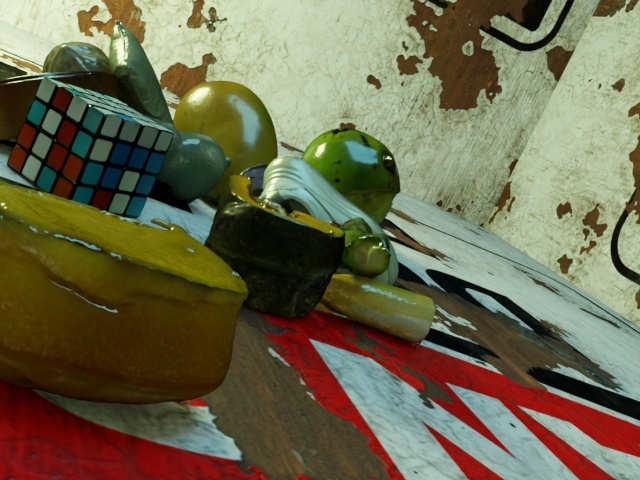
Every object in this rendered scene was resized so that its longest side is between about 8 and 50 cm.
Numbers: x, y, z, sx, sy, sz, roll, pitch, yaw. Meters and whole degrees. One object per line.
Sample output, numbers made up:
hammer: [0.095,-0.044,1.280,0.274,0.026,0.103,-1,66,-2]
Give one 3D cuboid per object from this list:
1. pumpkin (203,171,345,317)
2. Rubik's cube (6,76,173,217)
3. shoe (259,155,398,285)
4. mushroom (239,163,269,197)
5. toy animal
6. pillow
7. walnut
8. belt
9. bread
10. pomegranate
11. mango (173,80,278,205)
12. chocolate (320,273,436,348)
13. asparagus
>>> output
pumpkin: [-0.071,0.003,1.230,0.190,0.139,0.280,20,14,-8]
Rubik's cube: [-0.345,-0.138,1.256,0.155,0.151,0.154,30,10,28]
shoe: [0.000,0.000,1.469,0.316,0.124,0.159,44,39,-6]
mushroom: [-0.096,-0.061,1.575,0.188,0.141,0.117,23,-24,-25]
toy animal: [-0.273,-0.165,1.460,0.125,0.127,0.251,38,0,31]
pillow: [-0.330,-0.255,1.585,0.185,0.075,0.302,-113,-174,-46]
walnut: [-0.459,-0.291,1.629,0.178,0.178,0.230,31,-25,30]
belt: [-0.444,-0.225,1.395,0.184,0.105,0.261,-5,11,32]
bread: [-0.192,0.049,0.690,0.269,0.143,0.195,20,9,-36]
pomegranate: [0.036,-0.142,2.002,0.340,0.260,0.260,-5,-6,30]
mango: [-0.196,-0.202,1.722,0.173,0.211,0.317,78,-5,-53]
chocolate: [0.068,0.091,1.290,0.219,0.086,0.085,22,11,-16]
asparagus: [0.062,0.015,1.285,0.085,0.082,0.343,-5,6,0]
